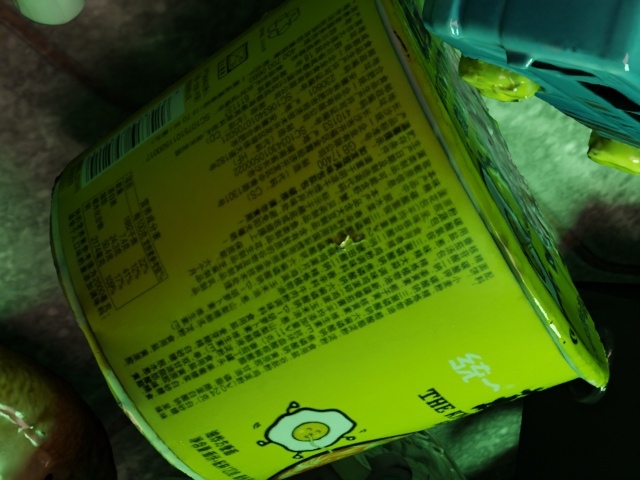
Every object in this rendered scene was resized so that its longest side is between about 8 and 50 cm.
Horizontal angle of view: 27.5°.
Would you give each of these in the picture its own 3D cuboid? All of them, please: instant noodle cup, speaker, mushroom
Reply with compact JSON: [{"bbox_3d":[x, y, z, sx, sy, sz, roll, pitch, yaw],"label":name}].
[{"bbox_3d":[0.000,0.000,0.838,0.254,0.325,0.325,-28,137,12],"label":"instant noodle cup"},{"bbox_3d":[0.316,0.171,1.158,0.232,0.184,0.254,3,96,-29],"label":"speaker"},{"bbox_3d":[-0.278,0.194,0.952,0.267,0.254,0.267,-1,111,-4],"label":"mushroom"}]

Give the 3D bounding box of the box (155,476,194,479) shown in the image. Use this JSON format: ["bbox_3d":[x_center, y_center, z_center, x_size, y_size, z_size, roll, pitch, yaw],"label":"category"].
[{"bbox_3d":[0.044,0.314,0.961,0.352,0.177,0.344,4,151,13],"label":"box"}]

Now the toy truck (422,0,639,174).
[{"bbox_3d":[0.226,-0.135,0.853,0.385,0.162,0.161,19,89,-50],"label":"toy truck"}]

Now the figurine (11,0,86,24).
[{"bbox_3d":[-0.168,-0.221,0.666,0.194,0.133,0.274,-20,140,-30],"label":"figurine"}]

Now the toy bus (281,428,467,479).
[{"bbox_3d":[0.034,0.220,1.164,0.202,0.142,0.142,30,107,-41],"label":"toy bus"}]
